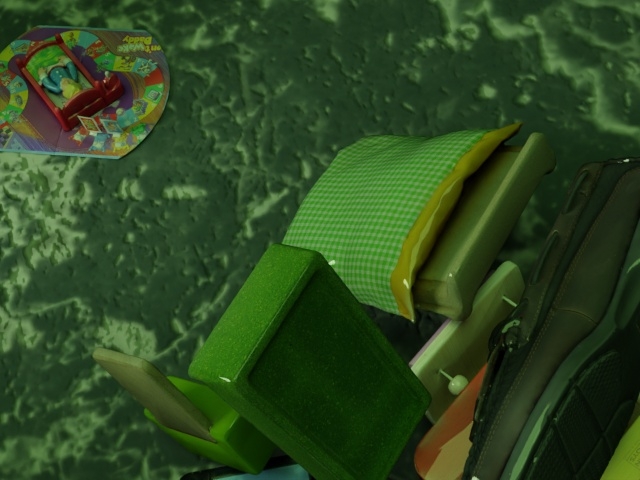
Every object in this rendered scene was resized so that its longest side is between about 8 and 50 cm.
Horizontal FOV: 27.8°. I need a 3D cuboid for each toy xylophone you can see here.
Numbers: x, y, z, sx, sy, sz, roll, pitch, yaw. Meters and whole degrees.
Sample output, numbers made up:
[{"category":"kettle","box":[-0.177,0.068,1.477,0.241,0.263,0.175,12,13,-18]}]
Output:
[{"category":"toy xylophone","box":[0.225,0.127,0.868,0.323,0.081,0.236,28,68,20]}]

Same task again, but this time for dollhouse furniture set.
[{"category":"dollhouse furniture set","box":[0.000,0.000,0.883,0.198,0.151,0.301,7,57,47]}]

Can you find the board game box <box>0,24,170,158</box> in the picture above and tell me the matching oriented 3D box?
[{"category":"board game box","box":[-0.213,-0.137,1.098,0.169,0.033,0.133,5,63,10]}]

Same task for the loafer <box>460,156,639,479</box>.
[{"category":"loafer","box":[0.155,0.064,0.820,0.095,0.109,0.302,14,56,36]}]

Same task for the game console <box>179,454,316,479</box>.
[{"category":"game console","box":[-0.039,0.190,0.875,0.122,0.071,0.107,-10,61,2]}]
